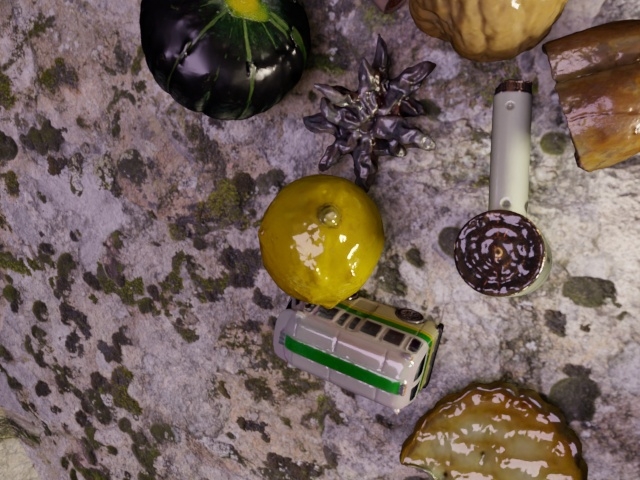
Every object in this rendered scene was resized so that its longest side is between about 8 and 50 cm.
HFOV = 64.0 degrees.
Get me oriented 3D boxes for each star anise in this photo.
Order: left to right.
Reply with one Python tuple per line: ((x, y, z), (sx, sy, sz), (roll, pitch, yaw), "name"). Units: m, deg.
((0.083, -0.213, 0.905), (0.282, 0.129, 0.212), (-34, 104, 34), "star anise")

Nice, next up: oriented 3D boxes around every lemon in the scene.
((0.000, 0.000, 0.927), (0.233, 0.233, 0.288), (49, 159, 8), "lemon")

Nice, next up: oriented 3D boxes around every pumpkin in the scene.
((-0.181, -0.348, 0.923), (0.295, 0.296, 0.296), (8, 107, 26), "pumpkin")

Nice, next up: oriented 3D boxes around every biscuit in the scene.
((0.339, 0.430, 0.972), (0.329, 0.078, 0.335), (-40, 84, 27), "biscuit")

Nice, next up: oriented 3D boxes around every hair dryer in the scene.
((0.296, -0.092, 0.804), (0.128, 0.203, 0.362), (2, 86, 27), "hair dryer")

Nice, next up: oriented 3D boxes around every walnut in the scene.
((0.239, -0.368, 0.704), (0.257, 0.257, 0.225), (-23, 73, 30), "walnut")

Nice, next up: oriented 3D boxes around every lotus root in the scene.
((0.410, -0.208, 0.683), (0.180, 0.199, 0.188), (-16, 103, 35), "lotus root")

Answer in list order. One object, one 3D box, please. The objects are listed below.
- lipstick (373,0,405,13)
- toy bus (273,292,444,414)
((0.051, -0.500, 0.862), (0.070, 0.070, 0.254), (-42, 83, 30), "lipstick")
((0.059, 0.197, 0.988), (0.305, 0.179, 0.143), (19, 112, 22), "toy bus")
